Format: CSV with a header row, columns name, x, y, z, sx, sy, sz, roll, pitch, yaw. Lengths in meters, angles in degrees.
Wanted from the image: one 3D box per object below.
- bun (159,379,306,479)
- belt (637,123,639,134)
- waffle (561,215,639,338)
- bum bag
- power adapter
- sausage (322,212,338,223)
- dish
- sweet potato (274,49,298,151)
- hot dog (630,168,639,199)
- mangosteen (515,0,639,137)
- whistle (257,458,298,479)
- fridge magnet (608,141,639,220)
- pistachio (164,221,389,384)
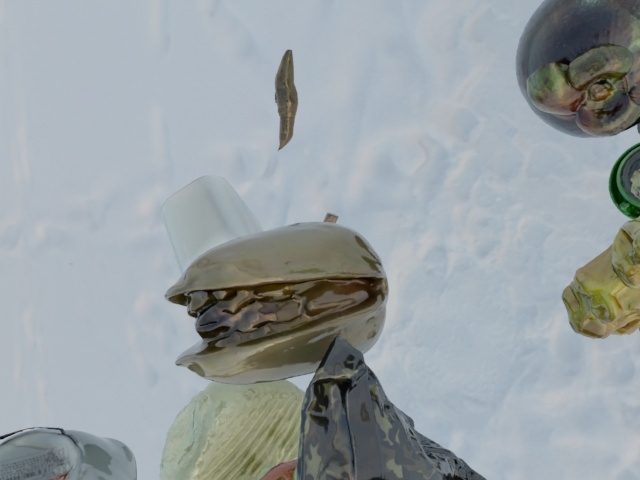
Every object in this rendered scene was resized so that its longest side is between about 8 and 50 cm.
name,x,y,z,sx,sy,sz,roll,pitch,yaw
bun,-0.155,0.447,1.255,0.352,0.349,0.227,53,155,-11
belt,0.761,-0.268,1.244,0.122,0.218,0.128,64,163,4
waffle,0.277,-0.001,0.448,0.219,0.229,0.057,-32,60,12
bum bag,0.058,0.183,0.483,0.248,0.102,0.069,48,164,-28
power adapter,-0.150,0.007,0.970,0.187,0.124,0.255,58,-179,-46
sausage,0.000,0.000,1.194,0.026,0.026,0.116,34,105,33
dish,-0.303,0.263,0.650,0.229,0.229,0.081,29,128,36
sweet potato,-0.093,-0.377,1.678,0.067,0.067,0.273,19,113,41
hot dog,0.679,-0.107,1.176,0.146,0.213,0.103,-38,41,21
mangosteen,0.468,-0.302,1.050,0.288,0.288,0.287,18,116,41
whistle,-0.027,0.371,0.892,0.288,0.131,0.106,-34,50,31
fridge magnet,0.757,-0.138,1.388,0.208,0.088,0.207,-14,67,35
pistachio,-0.030,0.052,0.527,0.131,0.206,0.129,-20,80,57
